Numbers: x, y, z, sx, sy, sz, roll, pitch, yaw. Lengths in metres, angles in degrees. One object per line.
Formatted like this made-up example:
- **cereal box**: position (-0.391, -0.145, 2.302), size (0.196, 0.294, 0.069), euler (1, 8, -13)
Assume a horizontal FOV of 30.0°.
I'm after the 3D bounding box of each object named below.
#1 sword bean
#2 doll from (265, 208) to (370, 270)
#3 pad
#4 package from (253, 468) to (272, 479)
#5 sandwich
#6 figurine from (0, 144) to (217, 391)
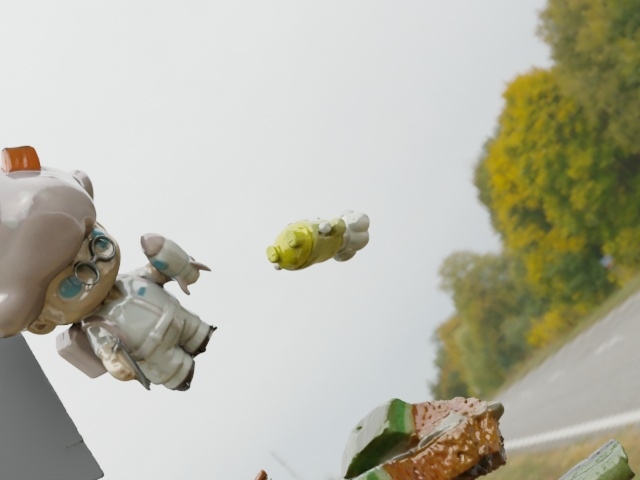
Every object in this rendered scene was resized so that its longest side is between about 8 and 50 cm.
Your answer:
- **sword bean**: position (0.155, 0.264, 1.019), size (0.269, 0.038, 0.043), euler (-39, -20, 3)
- **doll**: position (0.000, 0.000, 1.547), size (0.106, 0.062, 0.162), euler (-36, -16, 35)
- **pad**: position (-0.369, 0.202, 1.350), size (0.163, 0.243, 0.004), euler (-17, -37, -32)
- **package**: position (-0.072, 0.305, 1.191), size (0.108, 0.031, 0.121), euler (-51, -36, -39)
- **sandwich**: position (0.139, 0.313, 1.799), size (0.301, 0.162, 0.250), euler (-25, -8, -6)
- **figurine**: position (-0.168, 0.018, 0.781), size (0.112, 0.229, 0.137), euler (-24, 35, 50)
